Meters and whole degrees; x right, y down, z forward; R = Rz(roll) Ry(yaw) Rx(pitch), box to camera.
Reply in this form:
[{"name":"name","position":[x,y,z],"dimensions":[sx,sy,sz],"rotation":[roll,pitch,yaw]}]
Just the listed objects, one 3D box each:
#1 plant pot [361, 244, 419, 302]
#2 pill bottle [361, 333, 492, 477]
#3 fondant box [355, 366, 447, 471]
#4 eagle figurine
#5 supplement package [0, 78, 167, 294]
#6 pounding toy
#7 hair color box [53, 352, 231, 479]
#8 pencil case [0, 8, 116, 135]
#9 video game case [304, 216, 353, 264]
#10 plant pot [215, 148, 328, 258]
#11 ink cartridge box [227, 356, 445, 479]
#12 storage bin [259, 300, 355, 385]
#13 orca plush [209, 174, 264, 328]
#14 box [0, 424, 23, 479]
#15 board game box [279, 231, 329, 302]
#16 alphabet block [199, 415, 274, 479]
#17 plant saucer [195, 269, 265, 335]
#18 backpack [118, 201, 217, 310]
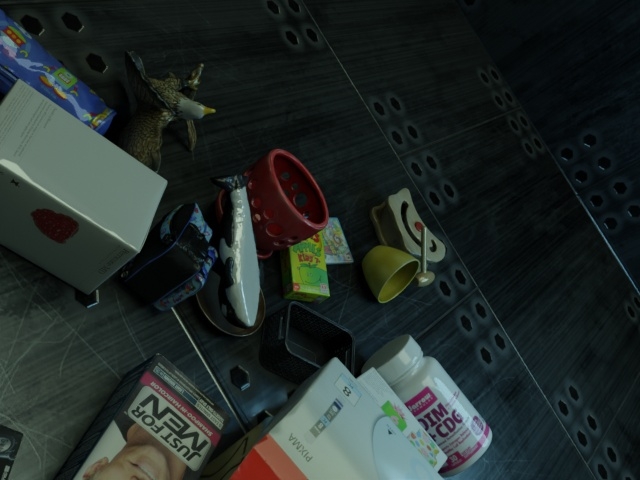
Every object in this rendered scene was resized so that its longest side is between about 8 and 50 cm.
[{"name":"plant pot","position":[0.154,0.066,1.913],"dimensions":[0.095,0.134,0.134],"rotation":[44,32,24]},{"name":"pill bottle","position":[0.224,0.352,1.739],"dimensions":[0.283,0.160,0.160],"rotation":[51,38,-5]},{"name":"fondant box","position":[0.085,0.396,1.518],"dimensions":[0.238,0.096,0.330],"rotation":[50,25,11]},{"name":"eagle figurine","position":[-0.312,-0.249,1.537],"dimensions":[0.226,0.225,0.298],"rotation":[61,29,-12]},{"name":"supplement package","position":[-0.434,-0.080,1.321],"dimensions":[0.293,0.177,0.175],"rotation":[35,42,-24]},{"name":"pounding toy","position":[0.251,-0.014,2.037],"dimensions":[0.154,0.155,0.269],"rotation":[-2,65,-43]},{"name":"hair color box","position":[-0.288,0.357,1.223],"dimensions":[0.174,0.105,0.347],"rotation":[44,40,-14]},{"name":"pencil case","position":[-0.511,-0.280,1.429],"dimensions":[0.306,0.119,0.133],"rotation":[42,23,-18]},{"name":"video game case","position":[0.000,0.000,1.870],"dimensions":[0.166,0.015,0.119],"rotation":[0,64,-47]},{"name":"plant pot","position":[-0.104,-0.063,1.653],"dimensions":[0.191,0.174,0.191],"rotation":[44,25,-27]},{"name":"ink cartridge box","position":[0.043,0.379,1.227],"dimensions":[0.308,0.091,0.385],"rotation":[49,21,1]},{"name":"storage bin","position":[-0.024,0.218,1.628],"dimensions":[0.180,0.084,0.122],"rotation":[31,44,-28]},{"name":"orca plush","position":[-0.185,0.023,1.524],"dimensions":[0.151,0.102,0.287],"rotation":[-42,125,-66]},{"name":"box","position":[-0.465,0.300,1.141],"dimensions":[0.067,0.018,0.083],"rotation":[33,43,-27]},{"name":"board game box","position":[-0.039,0.040,1.757],"dimensions":[0.092,0.043,0.181],"rotation":[11,58,-31]},{"name":"alphabet block","position":[-0.089,0.434,1.272],"dimensions":[0.193,0.197,0.192],"rotation":[43,23,-13]},{"name":"plant saucer","position":[-0.182,0.113,1.579],"dimensions":[0.168,0.029,0.168],"rotation":[27,47,-33]},{"name":"backpack","position":[-0.261,0.020,1.464],"dimensions":[0.117,0.158,0.173],"rotation":[46,29,-21]}]
